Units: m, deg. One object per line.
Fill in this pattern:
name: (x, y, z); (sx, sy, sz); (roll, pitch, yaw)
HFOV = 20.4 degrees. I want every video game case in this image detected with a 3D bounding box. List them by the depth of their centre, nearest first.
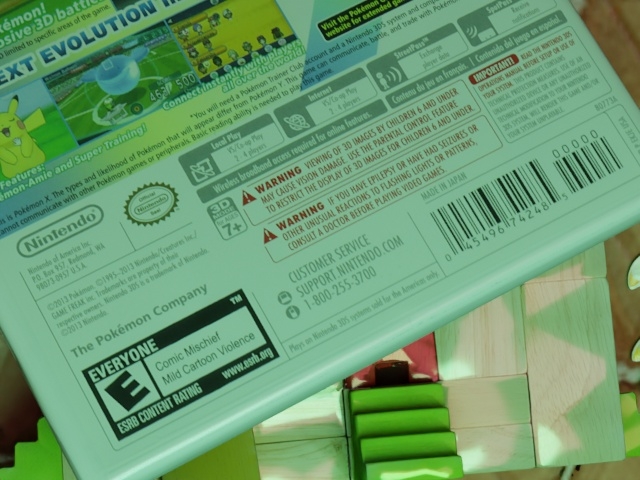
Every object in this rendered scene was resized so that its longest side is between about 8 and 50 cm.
video game case: (-0.034, -0.075, 0.886); (0.329, 0.036, 0.300); (-27, 76, -12)

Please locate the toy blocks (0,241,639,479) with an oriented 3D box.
toy blocks: (0.000, 0.000, 0.956); (0.381, 0.191, 0.261); (-4, 84, -7)

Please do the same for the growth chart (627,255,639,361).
growth chart: (0.277, 0.083, 1.114); (0.172, 0.021, 0.237); (-9, 98, -15)
